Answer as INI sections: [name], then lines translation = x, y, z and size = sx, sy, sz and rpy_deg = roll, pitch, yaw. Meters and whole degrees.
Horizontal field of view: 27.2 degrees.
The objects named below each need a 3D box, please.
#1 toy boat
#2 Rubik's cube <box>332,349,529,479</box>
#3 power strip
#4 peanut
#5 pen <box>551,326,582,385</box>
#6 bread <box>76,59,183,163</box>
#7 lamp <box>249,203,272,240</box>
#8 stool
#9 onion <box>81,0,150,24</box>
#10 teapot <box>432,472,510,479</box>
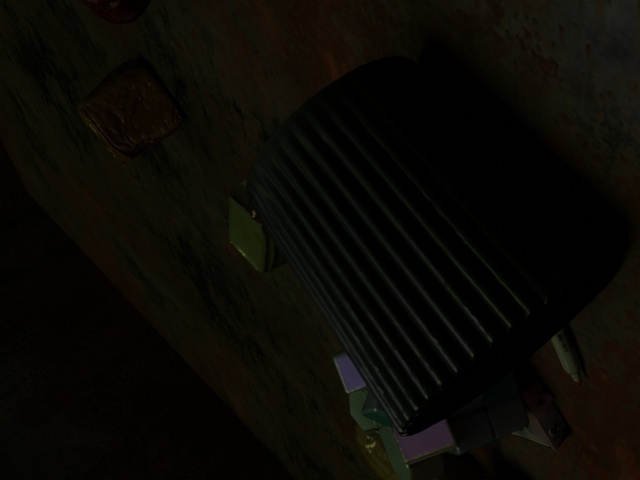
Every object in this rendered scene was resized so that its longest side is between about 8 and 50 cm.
[toy boat]
translation = -0.105, -0.023, 2.307
size = 0.111, 0.084, 0.276
rpy_deg = 44, 161, 17
[Rubik's cube]
translation = 0.146, 0.212, 1.823
size = 0.265, 0.213, 0.224
rpy_deg = -16, 92, 70
[power strip]
translation = 0.263, 0.234, 1.943
size = 0.109, 0.037, 0.279
rpy_deg = 57, 163, -16
[peanut]
translation = 0.172, 0.408, 2.385
size = 0.313, 0.149, 0.149
rpy_deg = 42, 162, 49
[pen]
translation = 0.288, 0.103, 1.624
size = 0.026, 0.026, 0.218
rpy_deg = 29, 152, 52
[bread]
translation = -0.352, -0.233, 2.423
size = 0.158, 0.143, 0.149
rpy_deg = 56, 170, -15
[lamp]
translation = 0.000, 0.000, 2.031
size = 0.253, 0.118, 0.118
rpy_deg = 45, 162, 25
[stool]
translation = 0.106, -0.002, 1.453
size = 0.330, 0.297, 0.297
rpy_deg = 52, 164, 15
[onion]
translation = -0.300, -0.412, 1.946
size = 0.184, 0.147, 0.184
rpy_deg = 57, -161, -31
[teapot]
translation = 0.285, 0.466, 2.195
size = 0.311, 0.167, 0.203
rpy_deg = 34, 139, -13
